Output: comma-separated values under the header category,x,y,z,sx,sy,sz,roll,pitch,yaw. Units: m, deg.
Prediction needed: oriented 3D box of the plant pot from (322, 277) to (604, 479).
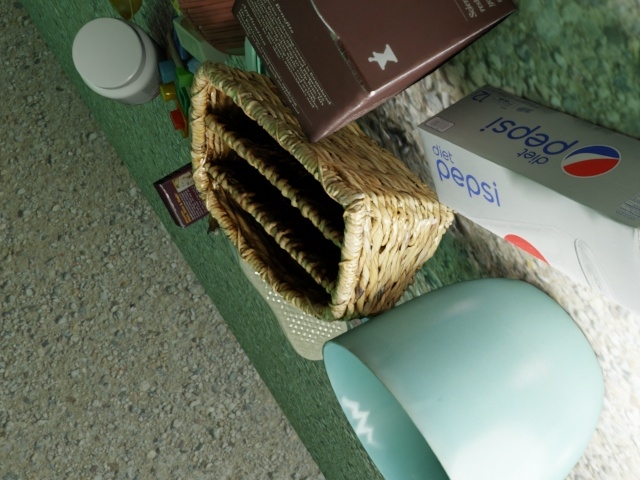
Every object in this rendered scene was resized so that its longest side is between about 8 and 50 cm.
category,x,y,z,sx,sy,sz,roll,pitch,yaw
plant pot,0.180,0.181,1.027,0.293,0.235,0.293,52,162,24

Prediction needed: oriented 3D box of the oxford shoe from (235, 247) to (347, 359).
category,x,y,z,sx,sy,sz,roll,pitch,yaw
oxford shoe,-0.059,0.035,1.664,0.130,0.169,0.450,-106,-3,-53

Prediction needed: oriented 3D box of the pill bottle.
category,x,y,z,sx,sy,sz,roll,pitch,yaw
pill bottle,-0.410,-0.369,1.825,0.160,0.160,0.283,60,-179,-5

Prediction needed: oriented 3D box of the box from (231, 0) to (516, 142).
category,x,y,z,sx,sy,sz,roll,pitch,yaw
box,0.039,-0.219,0.840,0.169,0.167,0.203,59,164,-3

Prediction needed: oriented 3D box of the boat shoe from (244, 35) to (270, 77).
category,x,y,z,sx,sy,sz,roll,pitch,yaw
boat shoe,-0.032,-0.155,1.258,0.119,0.121,0.335,48,160,46

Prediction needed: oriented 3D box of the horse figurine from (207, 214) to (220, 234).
category,x,y,z,sx,sy,sz,roll,pitch,yaw
horse figurine,-0.232,-0.134,1.971,0.174,0.066,0.264,15,122,65

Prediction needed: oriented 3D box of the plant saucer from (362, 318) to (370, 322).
category,x,y,z,sx,sy,sz,roll,pitch,yaw
plant saucer,0.111,0.155,1.592,0.192,0.018,0.067,41,157,45

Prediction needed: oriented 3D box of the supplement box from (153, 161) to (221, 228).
category,x,y,z,sx,sy,sz,roll,pitch,yaw
supplement box,-0.235,-0.118,1.827,0.104,0.188,0.081,63,164,-16

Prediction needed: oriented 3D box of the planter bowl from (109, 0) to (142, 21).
category,x,y,z,sx,sy,sz,roll,pitch,yaw
planter bowl,-0.369,-0.528,1.655,0.217,0.090,0.217,53,163,23

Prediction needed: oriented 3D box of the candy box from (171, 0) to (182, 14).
category,x,y,z,sx,sy,sz,roll,pitch,yaw
candy box,-0.256,-0.482,1.469,0.187,0.053,0.109,58,164,-2

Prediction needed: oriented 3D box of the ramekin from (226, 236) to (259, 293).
category,x,y,z,sx,sy,sz,roll,pitch,yaw
ramekin,-0.110,0.027,1.861,0.207,0.109,0.207,52,163,23

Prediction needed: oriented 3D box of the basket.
category,x,y,z,sx,sy,sz,roll,pitch,yaw
basket,-0.038,-0.042,1.047,0.299,0.214,0.223,45,-157,27

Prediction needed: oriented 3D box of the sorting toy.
category,x,y,z,sx,sy,sz,roll,pitch,yaw
sorting toy,-0.297,-0.300,1.822,0.348,0.047,0.196,106,147,-63

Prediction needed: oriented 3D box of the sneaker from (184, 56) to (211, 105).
category,x,y,z,sx,sy,sz,roll,pitch,yaw
sneaker,-0.211,-0.278,1.670,0.063,0.073,0.162,36,154,54

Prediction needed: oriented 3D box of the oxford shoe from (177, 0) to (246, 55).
category,x,y,z,sx,sy,sz,roll,pitch,yaw
oxford shoe,-0.135,-0.411,1.168,0.397,0.140,0.147,75,-171,-58

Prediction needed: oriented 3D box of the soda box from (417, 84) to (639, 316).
category,x,y,z,sx,sy,sz,roll,pitch,yaw
soda box,0.209,-0.045,0.784,0.286,0.091,0.098,38,155,52

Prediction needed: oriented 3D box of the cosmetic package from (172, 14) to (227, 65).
category,x,y,z,sx,sy,sz,roll,pitch,yaw
cosmetic package,-0.217,-0.361,1.592,0.115,0.041,0.060,45,159,40
